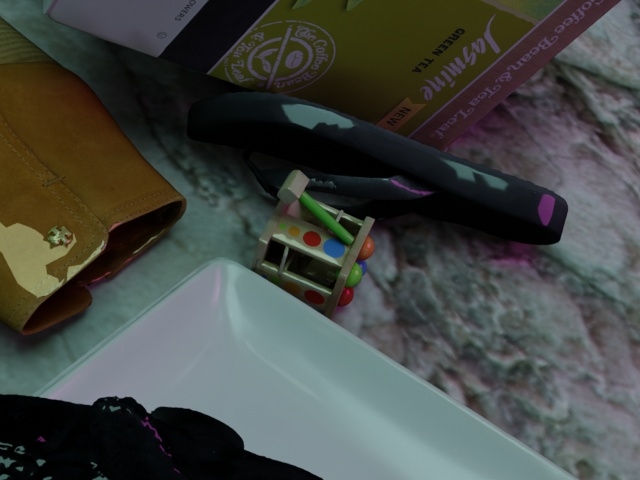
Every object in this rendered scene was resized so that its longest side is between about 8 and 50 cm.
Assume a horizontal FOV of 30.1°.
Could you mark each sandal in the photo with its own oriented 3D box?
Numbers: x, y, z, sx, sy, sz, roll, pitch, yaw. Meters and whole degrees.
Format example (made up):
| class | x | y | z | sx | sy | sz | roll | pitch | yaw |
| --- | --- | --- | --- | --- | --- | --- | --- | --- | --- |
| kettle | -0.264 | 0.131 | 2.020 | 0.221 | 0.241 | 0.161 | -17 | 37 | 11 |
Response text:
| class | x | y | z | sx | sy | sz | roll | pitch | yaw |
| --- | --- | --- | --- | --- | --- | --- | --- | --- | --- |
| sandal | 0.033 | -0.037 | 0.761 | 0.255 | 0.097 | 0.054 | 18 | 81 | 0 |

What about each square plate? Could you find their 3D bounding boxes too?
| class | x | y | z | sx | sy | sz | roll | pitch | yaw |
| --- | --- | --- | --- | --- | --- | --- | --- | --- | --- |
| square plate | -0.014 | 0.181 | 0.571 | 0.347 | 0.049 | 0.344 | 32 | 39 | 16 |

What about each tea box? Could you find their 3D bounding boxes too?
| class | x | y | z | sx | sy | sz | roll | pitch | yaw |
| --- | --- | --- | --- | --- | --- | --- | --- | --- | --- |
| tea box | -0.002 | -0.276 | 0.765 | 0.324 | 0.220 | 0.329 | 14 | 49 | -37 |

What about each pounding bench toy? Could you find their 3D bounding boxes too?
| class | x | y | z | sx | sy | sz | roll | pitch | yaw |
| --- | --- | --- | --- | --- | --- | --- | --- | --- | --- |
| pounding bench toy | 0.000 | 0.000 | 0.726 | 0.065 | 0.083 | 0.052 | 24 | 54 | 4 |

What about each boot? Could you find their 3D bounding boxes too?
| class | x | y | z | sx | sy | sz | roll | pitch | yaw |
| --- | --- | --- | --- | --- | --- | --- | --- | --- | --- |
| boot | -0.238 | -0.020 | 0.672 | 0.295 | 0.104 | 0.211 | -32 | 68 | -34 |

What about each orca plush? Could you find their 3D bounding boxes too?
| class | x | y | z | sx | sy | sz | roll | pitch | yaw |
| --- | --- | --- | --- | --- | --- | --- | --- | --- | --- |
| orca plush | -0.097 | 0.088 | 0.526 | 0.287 | 0.102 | 0.151 | 28 | 39 | 12 |
